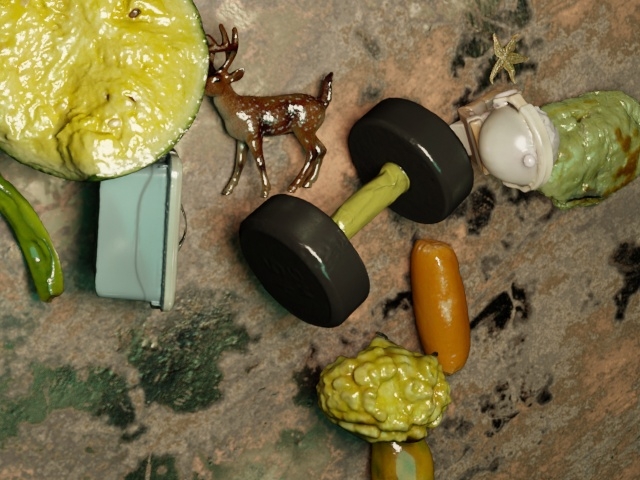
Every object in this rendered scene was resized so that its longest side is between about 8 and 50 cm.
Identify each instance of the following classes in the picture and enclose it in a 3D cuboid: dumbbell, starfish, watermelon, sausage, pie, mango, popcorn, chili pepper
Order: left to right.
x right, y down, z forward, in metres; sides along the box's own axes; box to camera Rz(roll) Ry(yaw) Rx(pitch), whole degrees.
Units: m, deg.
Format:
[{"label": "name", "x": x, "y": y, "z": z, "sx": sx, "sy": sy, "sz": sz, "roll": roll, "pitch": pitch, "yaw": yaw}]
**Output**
[{"label": "chili pepper", "x": -0.412, "y": -0.009, "z": 1.565, "sx": 0.052, "sy": 0.050, "sz": 0.201, "roll": -24, "pitch": 114, "yaw": 0}, {"label": "watermelon", "x": -0.329, "y": -0.236, "z": 1.467, "sx": 0.331, "sy": 0.189, "sz": 0.330, "roll": 5, "pitch": 81, "yaw": -32}, {"label": "dumbbell", "x": 0.056, "y": -0.045, "z": 1.642, "sx": 0.322, "sy": 0.204, "sz": 0.203, "roll": -43, "pitch": 117, "yaw": -25}, {"label": "popcorn", "x": 0.098, "y": 0.237, "z": 1.788, "sx": 0.218, "sy": 0.189, "sz": 0.169, "roll": 13, "pitch": 91, "yaw": -20}, {"label": "mango", "x": 0.140, "y": 0.379, "z": 1.891, "sx": 0.111, "sy": 0.089, "sz": 0.163, "roll": 0, "pitch": 95, "yaw": -23}, {"label": "sausage", "x": 0.199, "y": 0.112, "z": 1.841, "sx": 0.098, "sy": 0.098, "sz": 0.238, "roll": -14, "pitch": 107, "yaw": -20}, {"label": "starfish", "x": 0.302, "y": -0.299, "z": 1.830, "sx": 0.086, "sy": 0.016, "sz": 0.092, "roll": 34, "pitch": 91, "yaw": -25}, {"label": "pie", "x": 0.458, "y": -0.147, "z": 1.895, "sx": 0.248, "sy": 0.090, "sz": 0.201, "roll": -17, "pitch": 110, "yaw": -19}]

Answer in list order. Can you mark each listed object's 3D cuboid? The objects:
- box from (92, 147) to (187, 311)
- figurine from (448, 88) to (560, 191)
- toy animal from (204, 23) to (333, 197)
[{"label": "box", "x": -0.254, "y": -0.021, "z": 1.576, "sx": 0.130, "sy": 0.162, "sz": 0.227, "roll": 1, "pitch": 103, "yaw": -13}, {"label": "figurine", "x": 0.303, "y": -0.160, "z": 1.748, "sx": 0.141, "sy": 0.237, "sz": 0.162, "roll": -19, "pitch": 108, "yaw": -11}, {"label": "toy animal", "x": -0.096, "y": -0.195, "z": 1.654, "sx": 0.243, "sy": 0.087, "sz": 0.260, "roll": -11, "pitch": 107, "yaw": -35}]
